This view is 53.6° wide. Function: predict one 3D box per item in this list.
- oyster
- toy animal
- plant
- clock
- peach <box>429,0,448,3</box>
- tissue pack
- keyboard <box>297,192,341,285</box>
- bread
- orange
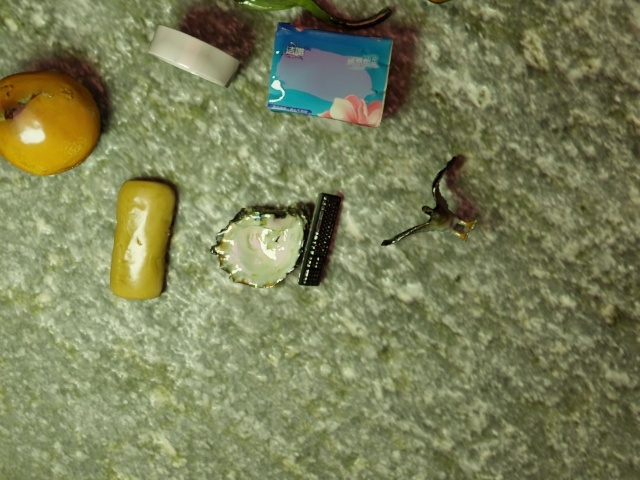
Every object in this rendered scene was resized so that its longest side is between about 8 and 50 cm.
[{"bbox_3d":[-0.133,0.000,1.542,0.260,0.092,0.198,-42,94,17],"label":"oyster"},{"bbox_3d":[0.283,-0.064,1.462,0.160,0.197,0.272,28,94,-4],"label":"toy animal"},{"bbox_3d":[-0.038,-0.554,1.422,0.251,0.180,0.333,-42,97,18],"label":"plant"},{"bbox_3d":[-0.285,-0.414,1.434,0.197,0.197,0.068,23,98,0],"label":"clock"},{"bbox_3d":[0.272,-0.597,1.411,0.138,0.138,0.138,0,98,3],"label":"peach"},{"bbox_3d":[0.021,-0.382,1.451,0.270,0.137,0.209,10,97,3],"label":"tissue pack"},{"bbox_3d":[0.000,0.000,1.530,0.025,0.094,0.230,17,96,34],"label":"keyboard"},{"bbox_3d":[-0.442,0.003,1.558,0.142,0.091,0.305,10,98,7],"label":"bread"},{"bbox_3d":[-0.632,-0.273,1.450,0.246,0.246,0.246,0,98,3],"label":"orange"}]
